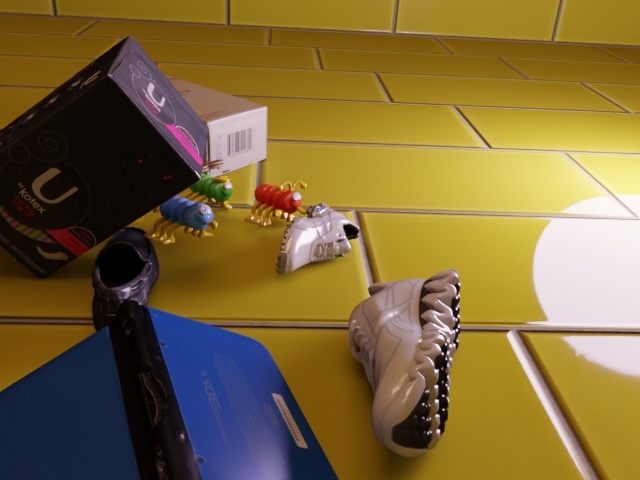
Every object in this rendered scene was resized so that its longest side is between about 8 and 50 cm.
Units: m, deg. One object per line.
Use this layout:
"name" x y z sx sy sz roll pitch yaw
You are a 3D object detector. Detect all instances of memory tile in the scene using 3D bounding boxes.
"memory tile" -0.251 -0.118 1.099 0.148 0.012 0.113 0 19 35

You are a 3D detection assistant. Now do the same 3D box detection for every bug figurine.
"bug figurine" -0.161 -0.060 0.927 0.216 0.072 0.279 15 17 32

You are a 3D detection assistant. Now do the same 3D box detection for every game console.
"game console" -0.142 0.202 0.544 0.250 0.173 0.293 24 15 -34

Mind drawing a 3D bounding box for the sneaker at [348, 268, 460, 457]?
"sneaker" 0.081 0.118 0.664 0.118 0.110 0.292 3 19 15

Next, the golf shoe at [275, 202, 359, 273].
"golf shoe" 0.000 0.000 0.903 0.086 0.069 0.176 20 33 16

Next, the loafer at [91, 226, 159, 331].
"loafer" -0.242 0.033 0.792 0.076 0.078 0.223 -1 28 -10

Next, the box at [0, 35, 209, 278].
"box" -0.300 -0.102 0.808 0.270 0.165 0.143 -30 32 16

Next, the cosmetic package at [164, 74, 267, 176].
"cosmetic package" -0.269 -0.235 1.257 0.309 0.113 0.160 24 34 31
